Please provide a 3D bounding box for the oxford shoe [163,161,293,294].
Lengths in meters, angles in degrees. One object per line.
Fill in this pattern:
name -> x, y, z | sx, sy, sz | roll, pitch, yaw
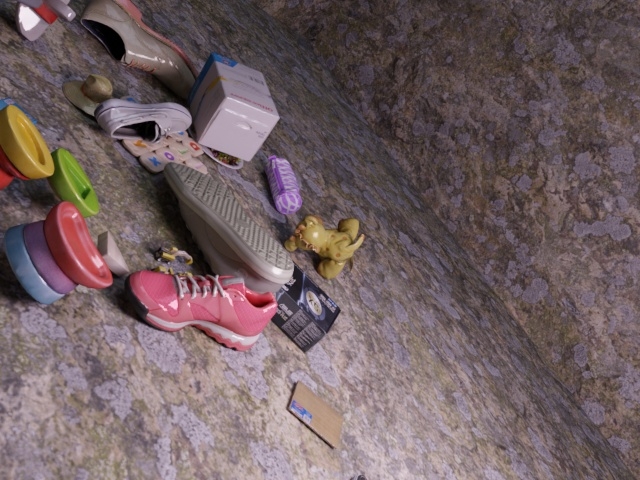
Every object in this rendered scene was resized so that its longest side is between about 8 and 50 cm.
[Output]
oxford shoe -> -0.231, -0.025, 1.431 | 0.169, 0.130, 0.449 | 6, 34, -52

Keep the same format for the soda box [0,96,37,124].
soda box -> -0.590, -0.184, 1.124 | 0.067, 0.071, 0.210 | 42, 22, -8

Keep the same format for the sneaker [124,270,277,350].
sneaker -> -0.212, 0.101, 1.213 | 0.314, 0.136, 0.116 | 25, 28, -41

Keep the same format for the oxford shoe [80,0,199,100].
oxford shoe -> -0.509, -0.523, 1.849 | 0.397, 0.140, 0.146 | 40, 53, -25

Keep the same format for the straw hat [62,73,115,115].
straw hat -> -0.524, -0.354, 1.525 | 0.144, 0.061, 0.144 | 27, 32, -19

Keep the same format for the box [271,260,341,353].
box -> -0.054, 0.147, 1.497 | 0.180, 0.077, 0.147 | 46, 22, 0

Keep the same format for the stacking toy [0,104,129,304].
stacking toy -> -0.460, -0.034, 1.068 | 0.309, 0.130, 0.279 | 64, -2, 7

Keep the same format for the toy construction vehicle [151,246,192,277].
toy construction vehicle -> -0.292, 0.051, 1.295 | 0.098, 0.035, 0.086 | 25, 30, -42

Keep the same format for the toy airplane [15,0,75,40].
toy airplane -> -0.726, -0.608, 1.417 | 0.272, 0.386, 0.384 | -40, 95, -25

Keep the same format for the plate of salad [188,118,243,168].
plate of salad -> -0.295, -0.285, 1.866 | 0.200, 0.048, 0.200 | 38, 22, -19

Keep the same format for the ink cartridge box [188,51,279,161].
ink cartridge box -> -0.249, -0.373, 1.818 | 0.171, 0.168, 0.232 | 16, 37, -33

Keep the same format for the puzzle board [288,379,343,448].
puzzle board -> -0.009, 0.351, 1.308 | 0.128, 0.011, 0.096 | 42, 23, -8

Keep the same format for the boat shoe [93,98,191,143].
boat shoe -> -0.404, -0.275, 1.543 | 0.267, 0.096, 0.088 | -3, 57, -58

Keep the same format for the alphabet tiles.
alphabet tiles -> -0.412, -0.253, 1.633 | 0.284, 0.021, 0.278 | 44, 24, -2

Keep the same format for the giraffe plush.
giraffe plush -> 0.000, 0.000, 1.750 | 0.170, 0.181, 0.210 | 26, 9, -15

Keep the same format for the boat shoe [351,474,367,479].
boat shoe -> 0.095, 0.494, 1.200 | 0.049, 0.040, 0.142 | 30, 27, -34

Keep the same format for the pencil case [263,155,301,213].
pencil case -> -0.112, -0.168, 1.932 | 0.206, 0.086, 0.088 | -112, -177, -47
